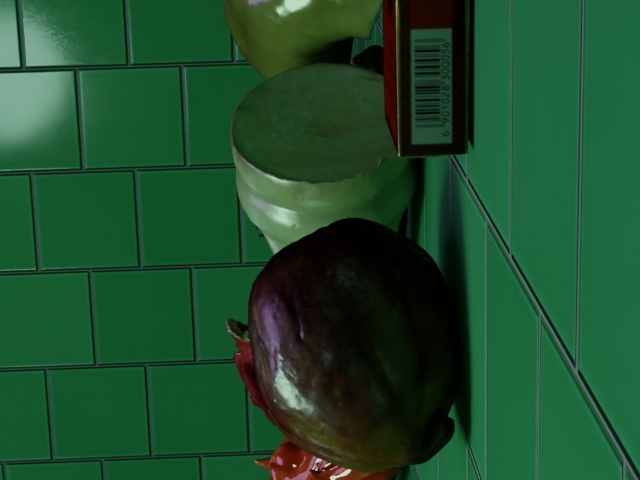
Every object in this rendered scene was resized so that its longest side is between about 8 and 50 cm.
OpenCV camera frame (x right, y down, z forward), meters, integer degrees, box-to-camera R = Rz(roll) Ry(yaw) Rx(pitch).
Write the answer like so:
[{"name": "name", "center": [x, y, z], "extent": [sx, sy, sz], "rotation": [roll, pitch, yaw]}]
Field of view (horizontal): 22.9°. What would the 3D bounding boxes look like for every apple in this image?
[{"name": "apple", "center": [0.018, -0.376, 1.978], "extent": [0.311, 0.320, 0.360], "rotation": [35, -130, -49]}]

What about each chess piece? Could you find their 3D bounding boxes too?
[{"name": "chess piece", "center": [0.016, 0.026, 1.946], "extent": [0.234, 0.234, 0.442], "rotation": [-94, 0, -51]}]

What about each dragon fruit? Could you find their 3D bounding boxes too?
[{"name": "dragon fruit", "center": [-0.030, 0.150, 2.234], "extent": [0.262, 0.211, 0.134], "rotation": [-14, 39, 56]}]

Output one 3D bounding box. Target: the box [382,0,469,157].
[{"name": "box", "center": [0.091, -0.207, 1.390], "extent": [0.153, 0.074, 0.240], "rotation": [-84, -7, -72]}]

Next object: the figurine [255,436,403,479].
[{"name": "figurine", "center": [0.023, 0.353, 2.246], "extent": [0.208, 0.181, 0.257], "rotation": [-132, 34, -51]}]

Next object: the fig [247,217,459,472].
[{"name": "fig", "center": [0.032, 0.101, 1.530], "extent": [0.224, 0.224, 0.263], "rotation": [90, 180, -46]}]

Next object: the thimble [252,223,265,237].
[{"name": "thimble", "center": [0.000, 0.000, 2.334], "extent": [0.237, 0.150, 0.237], "rotation": [57, -179, -2]}]

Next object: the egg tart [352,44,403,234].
[{"name": "egg tart", "center": [0.049, -0.127, 2.133], "extent": [0.295, 0.116, 0.295], "rotation": [180, 90, -89]}]
